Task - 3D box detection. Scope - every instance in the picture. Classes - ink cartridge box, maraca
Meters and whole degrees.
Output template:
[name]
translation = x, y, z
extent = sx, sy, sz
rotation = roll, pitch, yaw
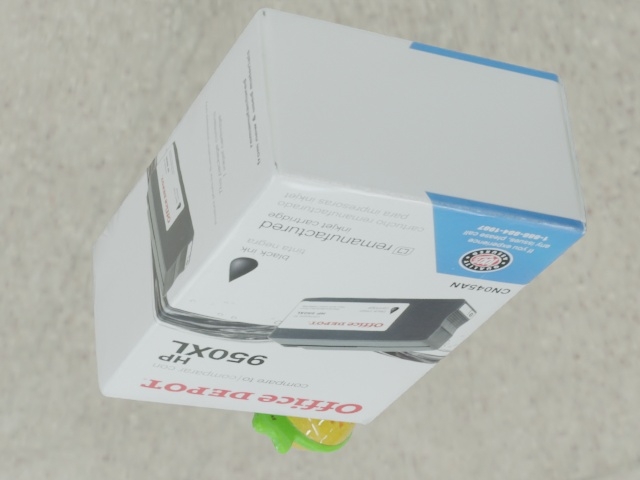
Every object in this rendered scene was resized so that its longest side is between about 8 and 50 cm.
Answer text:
[ink cartridge box]
translation = 0.000, 0.000, 1.523
extent = 0.285, 0.166, 0.395
rotation = 9, 147, -24
[maraca]
translation = -0.024, 0.156, 1.750
extent = 0.099, 0.186, 0.127
rotation = -36, 74, 26
